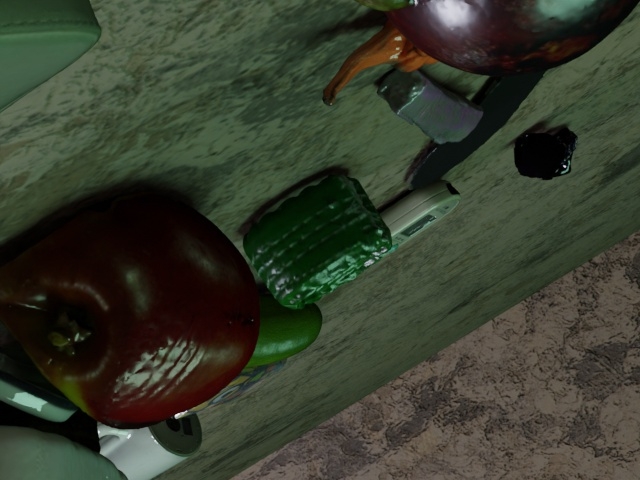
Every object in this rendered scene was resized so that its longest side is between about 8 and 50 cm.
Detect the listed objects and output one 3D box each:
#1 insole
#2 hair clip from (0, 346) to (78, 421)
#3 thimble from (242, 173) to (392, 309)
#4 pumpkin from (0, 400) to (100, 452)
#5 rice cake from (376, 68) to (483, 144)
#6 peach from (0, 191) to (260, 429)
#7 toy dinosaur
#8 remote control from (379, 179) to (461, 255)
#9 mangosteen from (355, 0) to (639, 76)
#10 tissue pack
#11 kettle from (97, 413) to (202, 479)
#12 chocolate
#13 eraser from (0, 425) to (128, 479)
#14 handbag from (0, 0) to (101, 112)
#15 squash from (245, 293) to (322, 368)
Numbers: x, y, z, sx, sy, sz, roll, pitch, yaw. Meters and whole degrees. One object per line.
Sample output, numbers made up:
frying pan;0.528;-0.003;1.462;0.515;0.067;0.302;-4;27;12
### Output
insole;0.168;-0.133;1.167;0.110;0.012;0.309;-23;164;-27
hair clip;-0.237;0.091;0.876;0.054;0.140;0.220;-62;168;-4
thimble;0.000;0.000;1.113;0.130;0.090;0.118;-37;168;26
pumpkin;-0.271;0.156;1.046;0.119;0.107;0.183;10;156;-41
rice cake;0.101;-0.118;1.027;0.047;0.036;0.207;-40;164;14
peach;-0.124;0.062;0.929;0.159;0.154;0.267;-33;166;3
toy dinosaur;0.099;-0.161;0.843;0.279;0.055;0.101;-25;175;-29
remote control;0.062;-0.001;1.347;0.221;0.042;0.078;-35;165;12
mangosteen;0.073;-0.167;0.562;0.200;0.200;0.200;-29;166;-8
tissue pack;-0.123;0.170;1.513;0.108;0.060;0.148;-36;167;23
kettle;-0.248;0.275;1.547;0.148;0.098;0.127;-35;172;28
chocolate;0.278;-0.107;1.425;0.072;0.070;0.147;-46;173;16
eraser;-0.320;0.241;0.918;0.331;0.150;0.331;-4;162;-1
handbag;-0.233;-0.058;0.460;0.219;0.079;0.256;-29;171;42
squash;-0.086;0.101;1.305;0.082;0.082;0.292;-37;164;23
